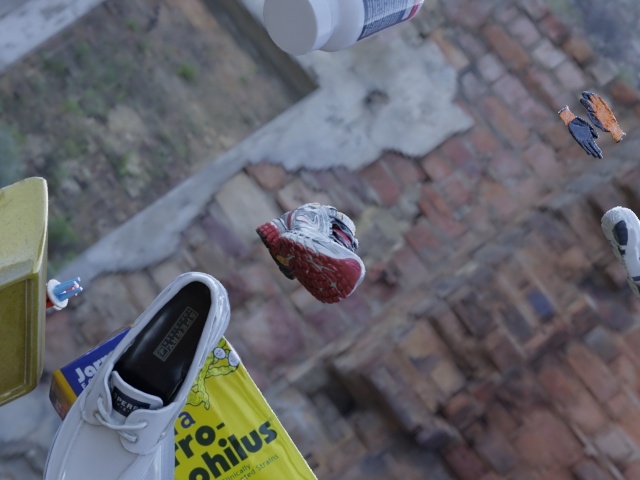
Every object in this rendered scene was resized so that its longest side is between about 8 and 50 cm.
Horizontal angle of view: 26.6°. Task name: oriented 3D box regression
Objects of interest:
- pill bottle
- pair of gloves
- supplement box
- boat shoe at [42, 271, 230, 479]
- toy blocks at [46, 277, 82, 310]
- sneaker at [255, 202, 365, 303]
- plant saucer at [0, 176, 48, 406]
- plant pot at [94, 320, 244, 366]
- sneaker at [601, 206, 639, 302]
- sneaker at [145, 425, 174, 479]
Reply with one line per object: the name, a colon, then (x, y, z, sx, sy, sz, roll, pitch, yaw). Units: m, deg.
pill bottle: (0.025, -0.273, 1.530, 0.108, 0.180, 0.108, 22, -54, 34)
pair of gloves: (0.323, -0.138, 1.607, 0.074, 0.083, 0.010, 53, -39, 1)
supplement box: (-0.147, 0.269, 1.611, 0.356, 0.194, 0.195, 56, -19, 6)
boat shoe: (-0.168, 0.146, 1.232, 0.096, 0.267, 0.088, 36, -7, 4)
toy blocks: (-0.463, 0.097, 2.353, 0.054, 0.148, 0.123, 67, 19, 0)
sneaker: (0.000, 0.000, 1.509, 0.088, 0.092, 0.225, 59, -9, -22)
plant saucer: (-0.420, 0.118, 1.432, 0.081, 0.332, 0.333, 49, -32, 25)
plant pot: (-0.224, 0.194, 1.926, 0.237, 0.237, 0.110, 59, 8, -30)
sneaker: (0.485, 0.007, 1.857, 0.235, 0.153, 0.094, 55, 10, -40)
sneaker: (-0.240, 0.267, 1.409, 0.108, 0.169, 0.292, 73, 20, -76)
